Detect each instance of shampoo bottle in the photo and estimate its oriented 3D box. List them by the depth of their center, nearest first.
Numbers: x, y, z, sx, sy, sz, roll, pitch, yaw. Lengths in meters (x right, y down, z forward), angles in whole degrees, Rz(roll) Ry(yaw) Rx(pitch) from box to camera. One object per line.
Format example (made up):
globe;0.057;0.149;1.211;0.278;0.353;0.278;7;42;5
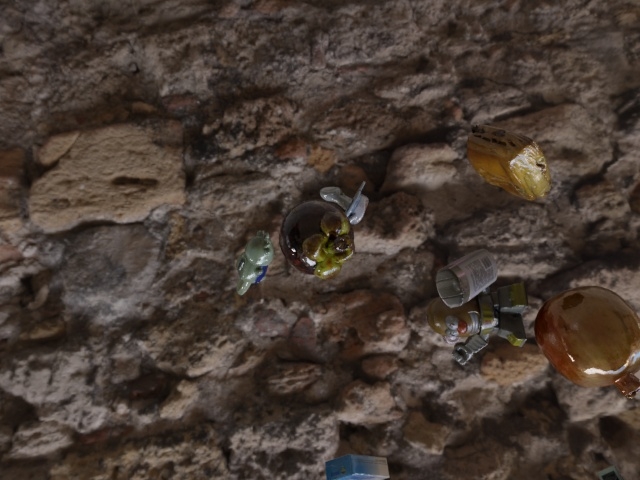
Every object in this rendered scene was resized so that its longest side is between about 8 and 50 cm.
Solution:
shampoo bottle;0.330;0.079;0.926;0.056;0.086;0.228;-22;176;40

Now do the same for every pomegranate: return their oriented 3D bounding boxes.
pomegranate;0.677;0.254;1.034;0.229;0.270;0.252;-26;136;10

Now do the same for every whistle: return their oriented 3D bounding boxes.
whistle;-0.201;0.071;1.269;0.092;0.110;0.244;4;128;-35

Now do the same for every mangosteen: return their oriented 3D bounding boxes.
mangosteen;0.000;0.000;1.013;0.193;0.192;0.217;-6;-165;-17

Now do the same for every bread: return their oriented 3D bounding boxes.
bread;0.509;-0.208;1.147;0.099;0.210;0.235;-51;134;2

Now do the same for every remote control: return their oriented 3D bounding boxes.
remote control;0.906;0.772;1.253;0.029;0.166;0.065;40;113;-20

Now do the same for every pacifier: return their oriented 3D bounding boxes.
pacifier;0.086;-0.157;1.753;0.227;0.207;0.279;-56;-177;30

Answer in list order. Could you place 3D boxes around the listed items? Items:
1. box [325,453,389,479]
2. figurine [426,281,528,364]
box;0.134;0.841;1.530;0.194;0.073;0.139;25;131;-32
figurine;0.478;0.231;1.305;0.285;0.342;0.167;-2;178;12
